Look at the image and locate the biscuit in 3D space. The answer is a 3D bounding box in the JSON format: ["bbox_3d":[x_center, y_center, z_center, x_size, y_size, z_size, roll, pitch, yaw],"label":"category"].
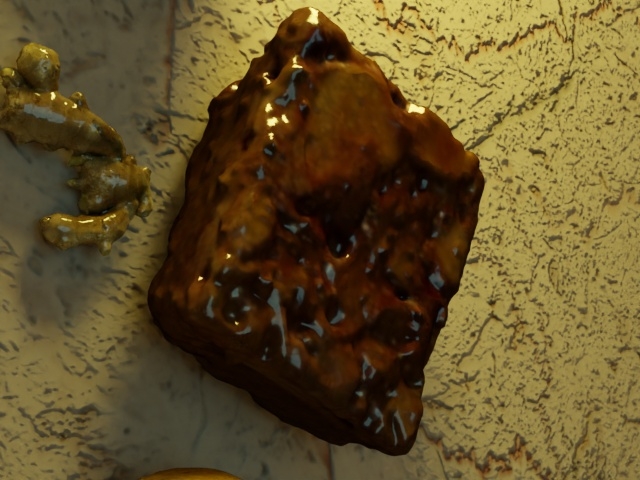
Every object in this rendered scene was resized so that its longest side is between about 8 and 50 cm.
[{"bbox_3d":[0.000,0.000,1.346,0.342,0.166,0.395,37,59,-31],"label":"biscuit"}]

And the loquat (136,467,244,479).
[{"bbox_3d":[-0.122,0.315,1.158,0.208,0.208,0.208,8,78,-41],"label":"loquat"}]

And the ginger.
[{"bbox_3d":[-0.242,-0.085,1.219,0.176,0.052,0.193,13,82,-40],"label":"ginger"}]
